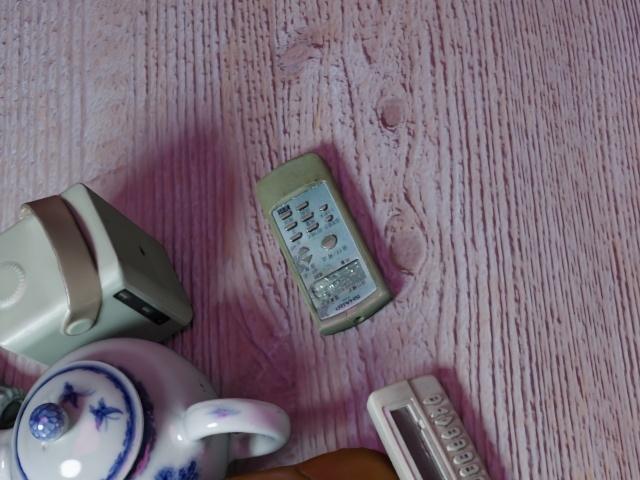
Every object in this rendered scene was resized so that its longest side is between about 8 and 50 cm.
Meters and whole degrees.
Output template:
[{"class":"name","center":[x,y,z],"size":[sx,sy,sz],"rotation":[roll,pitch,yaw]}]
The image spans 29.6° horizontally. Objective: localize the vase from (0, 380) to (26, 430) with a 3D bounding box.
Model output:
[{"class":"vase","center":[-0.445,0.185,1.554],"size":[0.148,0.081,0.081],"rotation":[31,83,24]}]

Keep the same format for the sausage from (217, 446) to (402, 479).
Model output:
[{"class":"sausage","center":[-0.045,0.297,1.254],"size":[0.134,0.353,0.116],"rotation":[33,121,46]}]

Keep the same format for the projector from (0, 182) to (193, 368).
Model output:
[{"class":"projector","center":[-0.290,0.054,1.452],"size":[0.177,0.242,0.163],"rotation":[-33,64,5]}]

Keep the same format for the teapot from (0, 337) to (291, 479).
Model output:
[{"class":"teapot","center":[-0.235,0.225,1.338],"size":[0.423,0.280,0.252],"rotation":[-9,67,18]}]

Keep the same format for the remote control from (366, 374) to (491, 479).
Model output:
[{"class":"remote control","center":[0.132,0.256,1.309],"size":[0.090,0.049,0.230],"rotation":[-14,61,-21]}]

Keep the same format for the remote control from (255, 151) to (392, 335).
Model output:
[{"class":"remote control","center":[0.000,0.000,1.478],"size":[0.098,0.038,0.234],"rotation":[-30,63,8]}]
